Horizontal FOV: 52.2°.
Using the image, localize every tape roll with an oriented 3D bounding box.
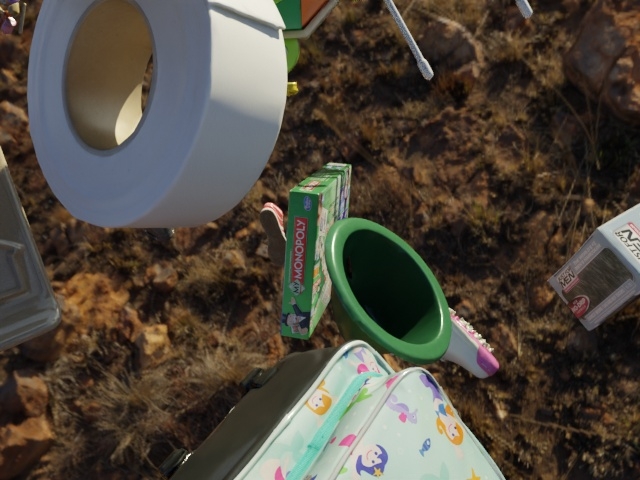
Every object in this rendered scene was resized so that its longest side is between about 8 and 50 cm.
[{"bbox_3d":[-0.169,-0.153,0.639,0.286,0.100,0.287,0,90,38],"label":"tape roll"}]

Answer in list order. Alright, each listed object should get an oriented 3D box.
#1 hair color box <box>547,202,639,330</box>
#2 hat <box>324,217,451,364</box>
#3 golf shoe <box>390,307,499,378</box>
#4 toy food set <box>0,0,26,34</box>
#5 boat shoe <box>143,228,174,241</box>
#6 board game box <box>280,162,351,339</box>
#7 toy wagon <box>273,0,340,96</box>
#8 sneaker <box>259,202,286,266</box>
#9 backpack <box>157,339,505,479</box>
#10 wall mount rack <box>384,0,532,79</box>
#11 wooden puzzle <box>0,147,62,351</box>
[{"bbox_3d":[0.581,-0.010,1.079,0.374,0.185,0.114,-25,67,-19],"label":"hair color box"},{"bbox_3d":[0.029,0.099,0.739,0.183,0.208,0.173,-39,36,34],"label":"hat"},{"bbox_3d":[0.155,0.153,1.084,0.140,0.115,0.306,-50,46,-3],"label":"golf shoe"},{"bbox_3d":[-0.593,-0.429,1.228,0.122,0.019,0.078,28,109,37],"label":"toy food set"},{"bbox_3d":[-0.368,-0.052,1.441,0.080,0.076,0.228,-27,26,-20],"label":"boat shoe"},{"bbox_3d":[0.000,0.000,1.053,0.046,0.214,0.317,7,14,9],"label":"board game box"},{"bbox_3d":[-0.072,-0.368,0.887,0.267,0.345,0.068,-3,11,3],"label":"toy wagon"},{"bbox_3d":[-0.084,-0.015,1.225,0.042,0.119,0.067,-12,23,4],"label":"sneaker"},{"bbox_3d":[0.032,0.225,0.489,0.191,0.254,0.225,-15,23,49],"label":"backpack"},{"bbox_3d":[0.200,-0.467,1.100,0.350,0.304,0.131,-30,44,7],"label":"wall mount rack"},{"bbox_3d":[-0.522,0.001,0.772,0.322,0.348,0.080,-25,9,-40],"label":"wooden puzzle"}]
